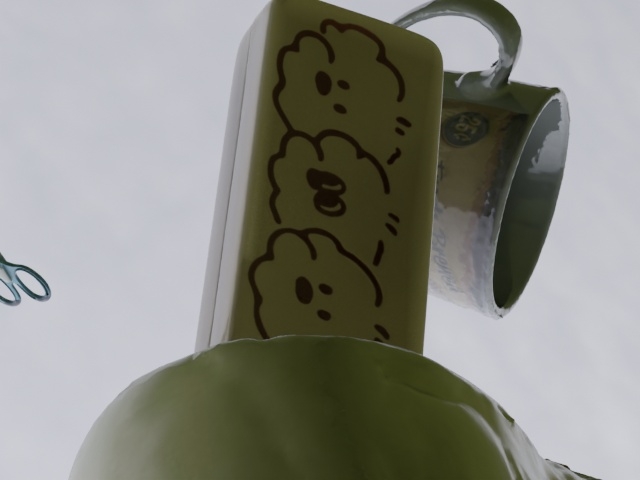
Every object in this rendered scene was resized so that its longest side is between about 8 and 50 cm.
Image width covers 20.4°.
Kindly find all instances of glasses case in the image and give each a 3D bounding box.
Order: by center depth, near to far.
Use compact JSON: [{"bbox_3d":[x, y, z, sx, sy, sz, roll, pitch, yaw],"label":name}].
[{"bbox_3d":[0.000,0.000,1.211,0.144,0.076,0.336,15,-118,-20],"label":"glasses case"}]

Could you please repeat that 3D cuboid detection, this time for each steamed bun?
[{"bbox_3d":[0.032,0.274,0.856,0.456,0.290,0.371,50,-160,-43],"label":"steamed bun"}]

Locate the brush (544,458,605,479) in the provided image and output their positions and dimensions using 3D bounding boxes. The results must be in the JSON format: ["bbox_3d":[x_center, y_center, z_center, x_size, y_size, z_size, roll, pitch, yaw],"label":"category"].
[{"bbox_3d":[0.098,0.189,1.273,0.013,0.103,0.272,30,169,-39],"label":"brush"}]

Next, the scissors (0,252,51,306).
[{"bbox_3d":[-0.238,0.004,1.254,0.119,0.058,0.014,55,-136,-32],"label":"scissors"}]

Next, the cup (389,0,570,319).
[{"bbox_3d":[0.087,-0.098,1.675,0.257,0.301,0.227,16,-147,16],"label":"cup"}]
